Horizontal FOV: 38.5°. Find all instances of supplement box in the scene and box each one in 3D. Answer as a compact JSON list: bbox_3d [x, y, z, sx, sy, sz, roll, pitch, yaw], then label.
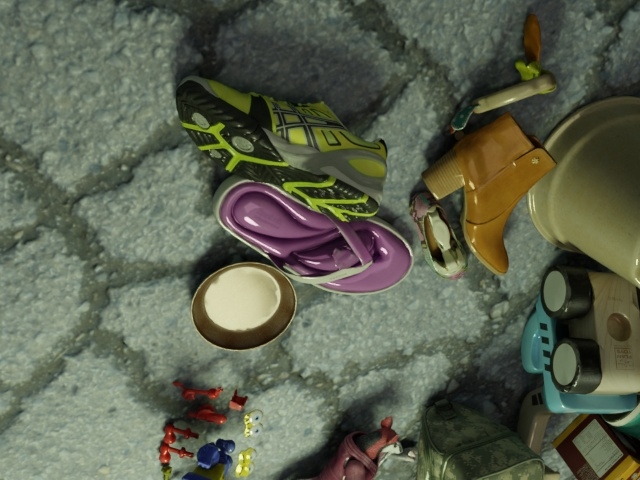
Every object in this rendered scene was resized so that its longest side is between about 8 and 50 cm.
[{"bbox_3d":[0.665,0.511,2.062,0.191,0.194,0.129,33,105,-28],"label":"supplement box"}]

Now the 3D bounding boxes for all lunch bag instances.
[{"bbox_3d":[0.304,0.518,1.929,0.213,0.256,0.305,-12,120,-21],"label":"lunch bag"}]

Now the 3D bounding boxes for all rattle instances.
[{"bbox_3d":[0.299,-0.286,1.601,0.200,0.130,0.142,-15,113,23],"label":"rattle"}]

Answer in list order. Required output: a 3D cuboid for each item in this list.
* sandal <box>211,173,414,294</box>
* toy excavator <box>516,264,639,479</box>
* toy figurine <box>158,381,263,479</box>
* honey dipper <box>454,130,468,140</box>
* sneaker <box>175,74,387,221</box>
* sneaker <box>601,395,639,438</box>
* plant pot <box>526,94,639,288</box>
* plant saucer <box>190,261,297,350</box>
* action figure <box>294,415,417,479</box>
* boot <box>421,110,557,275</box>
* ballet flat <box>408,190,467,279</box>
[{"bbox_3d":[-0.007,0.013,1.653,0.416,0.102,0.169,21,110,-25],"label":"sandal"},{"bbox_3d":[0.507,0.294,1.898,0.222,0.445,0.432,3,72,-17],"label":"toy excavator"},{"bbox_3d":[-0.245,0.476,1.736,0.191,0.217,0.362,15,115,5],"label":"toy figurine"},{"bbox_3d":[0.318,-0.173,1.690,0.161,0.030,0.030,13,113,-19],"label":"honey dipper"},{"bbox_3d":[-0.062,-0.173,1.536,0.385,0.145,0.147,29,63,-16],"label":"sneaker"},{"bbox_3d":[0.784,0.340,2.046,0.295,0.124,0.178,-43,121,9],"label":"sneaker"},{"bbox_3d":[0.594,-0.055,1.671,0.334,0.305,0.333,-7,120,-13],"label":"plant pot"},{"bbox_3d":[-0.144,0.116,1.705,0.199,0.036,0.198,-7,121,-11],"label":"plant saucer"},{"bbox_3d":[0.041,0.494,1.911,0.276,0.248,0.370,30,109,0],"label":"action figure"},{"bbox_3d":[0.343,-0.080,1.681,0.211,0.104,0.295,-31,120,17],"label":"boot"},{"bbox_3d":[0.229,0.007,1.731,0.077,0.079,0.221,-28,122,0],"label":"ballet flat"}]
